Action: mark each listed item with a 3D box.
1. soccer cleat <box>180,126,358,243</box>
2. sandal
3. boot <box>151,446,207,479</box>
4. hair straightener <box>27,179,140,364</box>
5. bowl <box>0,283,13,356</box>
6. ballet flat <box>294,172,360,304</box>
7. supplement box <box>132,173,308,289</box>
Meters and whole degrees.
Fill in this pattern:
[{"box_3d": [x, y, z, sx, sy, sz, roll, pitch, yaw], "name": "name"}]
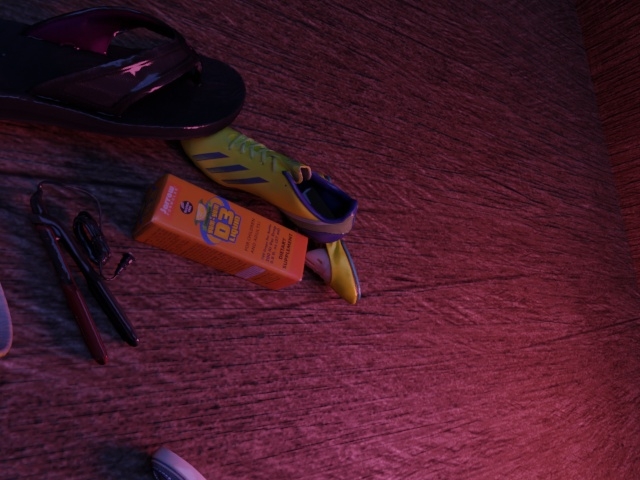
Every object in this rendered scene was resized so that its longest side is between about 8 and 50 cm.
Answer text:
[{"box_3d": [-0.070, -0.101, 0.686, 0.289, 0.121, 0.094, 33, 62, -4], "name": "soccer cleat"}, {"box_3d": [-0.274, -0.214, 0.566, 0.445, 0.107, 0.168, -8, 61, -39], "name": "sandal"}, {"box_3d": [-0.156, 0.340, 0.550, 0.086, 0.069, 0.190, -45, 107, -40], "name": "boot"}, {"box_3d": [-0.277, 0.029, 0.570, 0.089, 0.047, 0.231, -27, 90, -40], "name": "hair straightener"}, {"box_3d": [-0.387, -0.001, 0.353, 0.156, 0.289, 0.290, -28, 95, -23], "name": "bowl"}, {"box_3d": [0.000, 0.000, 0.782, 0.077, 0.077, 0.231, -11, 81, -18], "name": "ballet flat"}, {"box_3d": [-0.134, -0.004, 0.665, 0.233, 0.080, 0.078, 23, 62, -29], "name": "supplement box"}]
